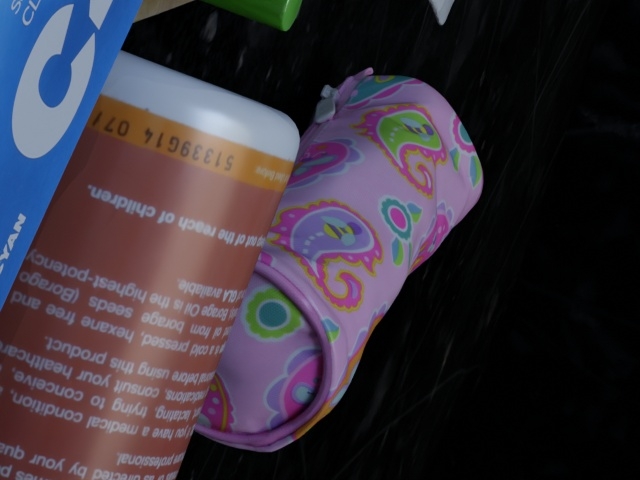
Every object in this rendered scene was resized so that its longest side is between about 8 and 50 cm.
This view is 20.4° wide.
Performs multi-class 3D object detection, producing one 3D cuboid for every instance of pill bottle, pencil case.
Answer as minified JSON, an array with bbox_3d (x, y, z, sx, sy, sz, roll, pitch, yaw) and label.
[{"bbox_3d":[-0.097,0.039,0.616,0.121,0.121,0.216,7,104,-77],"label":"pill bottle"},{"bbox_3d":[0.000,0.000,1.001,0.284,0.124,0.124,-52,159,-56],"label":"pencil case"}]

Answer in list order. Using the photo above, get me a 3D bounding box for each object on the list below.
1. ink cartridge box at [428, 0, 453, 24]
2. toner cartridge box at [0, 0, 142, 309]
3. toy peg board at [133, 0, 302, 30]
[{"bbox_3d":[0.080,-0.291,0.954,0.261,0.066,0.296,46,66,-77],"label":"ink cartridge box"},{"bbox_3d":[-0.103,-0.091,0.480,0.165,0.075,0.348,55,58,-74],"label":"toner cartridge box"},{"bbox_3d":[-0.016,-0.163,0.728,0.160,0.079,0.161,-39,149,-66],"label":"toy peg board"}]
